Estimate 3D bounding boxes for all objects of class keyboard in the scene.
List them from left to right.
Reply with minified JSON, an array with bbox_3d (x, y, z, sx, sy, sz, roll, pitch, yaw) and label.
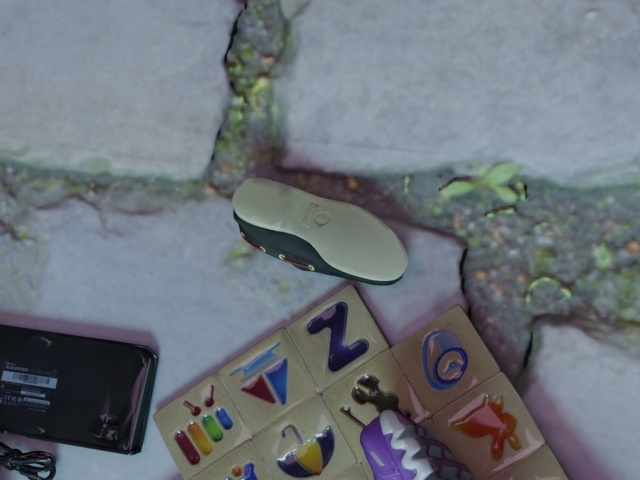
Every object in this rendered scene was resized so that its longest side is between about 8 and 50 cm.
[{"bbox_3d":[-0.208,0.118,1.269,0.180,0.023,0.108,7,75,18],"label":"keyboard"}]

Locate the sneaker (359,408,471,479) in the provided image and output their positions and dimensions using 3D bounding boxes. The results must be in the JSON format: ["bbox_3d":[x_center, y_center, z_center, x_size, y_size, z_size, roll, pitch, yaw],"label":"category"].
[{"bbox_3d":[0.069,0.218,1.092,0.104,0.095,0.236,-33,65,16],"label":"sneaker"}]

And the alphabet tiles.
[{"bbox_3d":[0.030,0.209,1.164,0.285,0.011,0.342,-34,64,7],"label":"alphabet tiles"}]

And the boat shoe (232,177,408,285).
[{"bbox_3d":[0.001,-0.001,1.221,0.133,0.042,0.049,22,61,18],"label":"boat shoe"}]
